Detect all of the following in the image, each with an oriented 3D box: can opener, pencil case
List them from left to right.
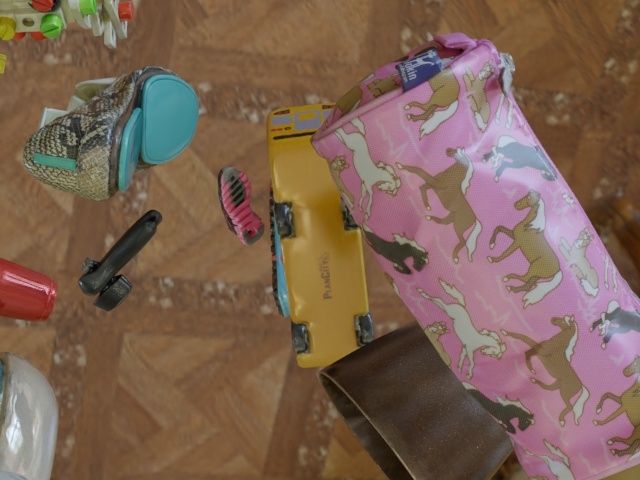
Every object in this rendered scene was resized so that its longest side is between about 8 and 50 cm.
[{"bbox_3d":[-0.271,0.020,1.758,0.073,0.059,0.186,29,123,-20],"label":"can opener"},{"bbox_3d":[0.156,0.019,1.068,0.167,0.160,0.386,-23,102,51],"label":"pencil case"}]

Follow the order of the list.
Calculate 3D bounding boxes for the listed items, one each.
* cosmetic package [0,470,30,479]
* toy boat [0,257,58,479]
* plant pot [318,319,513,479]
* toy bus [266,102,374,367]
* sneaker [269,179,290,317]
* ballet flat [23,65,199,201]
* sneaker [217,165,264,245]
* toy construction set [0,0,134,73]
[{"bbox_3d":[-0.222,0.167,0.777,0.115,0.041,0.060,32,84,-52],"label":"cosmetic package"},{"bbox_3d":[-0.331,0.145,1.162,0.148,0.318,0.267,18,142,-25],"label":"toy boat"},{"bbox_3d":[0.154,0.161,1.404,0.230,0.215,0.215,-36,123,-10],"label":"plant pot"},{"bbox_3d":[0.000,0.000,1.679,0.108,0.130,0.333,-7,119,0],"label":"toy bus"},{"bbox_3d":[-0.012,-0.020,1.888,0.125,0.104,0.262,-2,92,-3],"label":"sneaker"},{"bbox_3d":[-0.314,-0.170,1.885,0.182,0.483,0.164,8,106,6],"label":"ballet flat"},{"bbox_3d":[-0.113,-0.049,1.651,0.047,0.057,0.119,-34,131,-23],"label":"sneaker"},{"bbox_3d":[-0.436,-0.314,1.876,0.327,0.151,0.215,-15,142,-5],"label":"toy construction set"}]
